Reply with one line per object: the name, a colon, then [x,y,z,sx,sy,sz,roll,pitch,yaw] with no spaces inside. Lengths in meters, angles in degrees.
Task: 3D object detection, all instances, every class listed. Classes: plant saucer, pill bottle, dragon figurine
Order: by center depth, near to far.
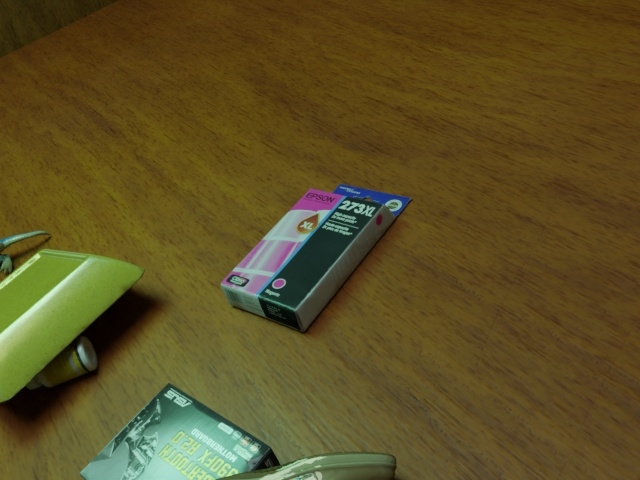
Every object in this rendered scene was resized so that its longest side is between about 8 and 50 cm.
pill bottle: [-0.456,0.217,1.195,0.116,0.065,0.065,-23,39,-4]
plant saucer: [-0.537,0.124,1.265,0.333,0.081,0.333,4,42,46]
dragon figurine: [-0.759,0.034,1.519,0.144,0.085,0.289,21,55,39]

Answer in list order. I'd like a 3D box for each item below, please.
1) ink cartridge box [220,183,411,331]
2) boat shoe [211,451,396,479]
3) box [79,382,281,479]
ink cartridge box: [0.000,0.000,1.267,0.176,0.069,0.371,15,48,35]
boat shoe: [-0.039,0.327,0.849,0.286,0.104,0.089,-11,63,-7]
box: [-0.199,0.324,0.968,0.231,0.056,0.183,20,53,38]
